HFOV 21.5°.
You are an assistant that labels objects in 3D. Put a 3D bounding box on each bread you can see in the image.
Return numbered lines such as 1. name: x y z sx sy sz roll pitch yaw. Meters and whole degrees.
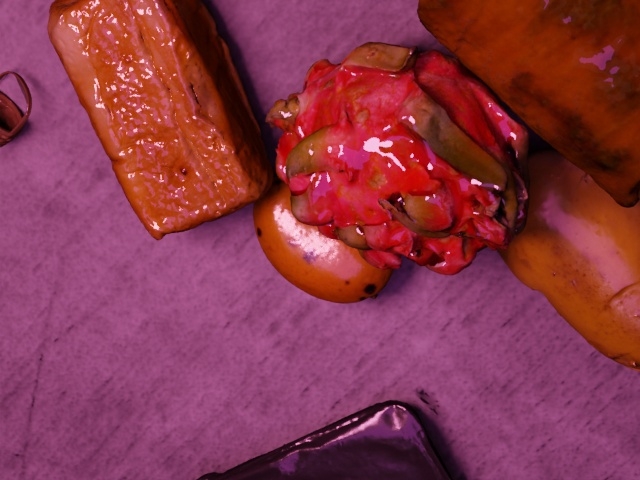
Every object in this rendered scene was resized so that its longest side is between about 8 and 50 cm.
1. bread: -0.177 -0.154 1.842 0.166 0.132 0.294 -17 107 23

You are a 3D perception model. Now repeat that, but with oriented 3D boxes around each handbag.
1. handbag: 0.004 0.321 2.066 0.332 0.075 0.192 -24 109 18

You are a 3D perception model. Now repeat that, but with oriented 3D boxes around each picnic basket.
1. picnic basket: -0.357 -0.149 1.907 0.072 0.072 0.083 43 118 -12

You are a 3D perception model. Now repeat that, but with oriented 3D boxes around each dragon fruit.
1. dragon fruit: 0.091 -0.083 1.762 0.302 0.231 0.237 28 100 29

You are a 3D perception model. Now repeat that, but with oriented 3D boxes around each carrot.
1. carrot: 0.265 -0.221 1.694 0.241 0.241 0.340 -40 108 22

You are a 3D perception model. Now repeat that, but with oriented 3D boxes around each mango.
1. mango: 0.000 0.003 1.916 0.178 0.090 0.115 27 103 -1

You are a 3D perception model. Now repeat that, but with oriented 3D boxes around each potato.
1. potato: 0.313 0.021 1.852 0.300 0.140 0.173 44 112 -4
